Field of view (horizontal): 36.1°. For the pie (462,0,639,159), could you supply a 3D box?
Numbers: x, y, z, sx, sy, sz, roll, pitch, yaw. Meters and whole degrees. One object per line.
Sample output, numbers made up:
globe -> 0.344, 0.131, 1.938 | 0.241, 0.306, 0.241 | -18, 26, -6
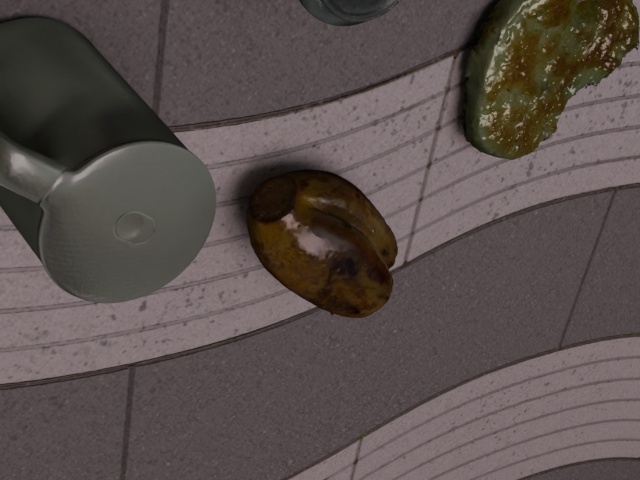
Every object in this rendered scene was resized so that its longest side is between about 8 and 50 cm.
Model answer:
pie -> 0.367, -0.298, 1.591 | 0.371, 0.078, 0.296 | -40, 136, -7

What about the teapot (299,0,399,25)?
teapot -> 0.012, -0.365, 1.178 | 0.203, 0.225, 0.171 | 24, 108, -45

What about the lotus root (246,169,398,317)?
lotus root -> 0.007, -0.005, 1.473 | 0.193, 0.193, 0.291 | -51, 132, 6

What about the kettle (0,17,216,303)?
kettle -> -0.281, -0.112, 1.072 | 0.205, 0.318, 0.265 | -31, 138, -14
